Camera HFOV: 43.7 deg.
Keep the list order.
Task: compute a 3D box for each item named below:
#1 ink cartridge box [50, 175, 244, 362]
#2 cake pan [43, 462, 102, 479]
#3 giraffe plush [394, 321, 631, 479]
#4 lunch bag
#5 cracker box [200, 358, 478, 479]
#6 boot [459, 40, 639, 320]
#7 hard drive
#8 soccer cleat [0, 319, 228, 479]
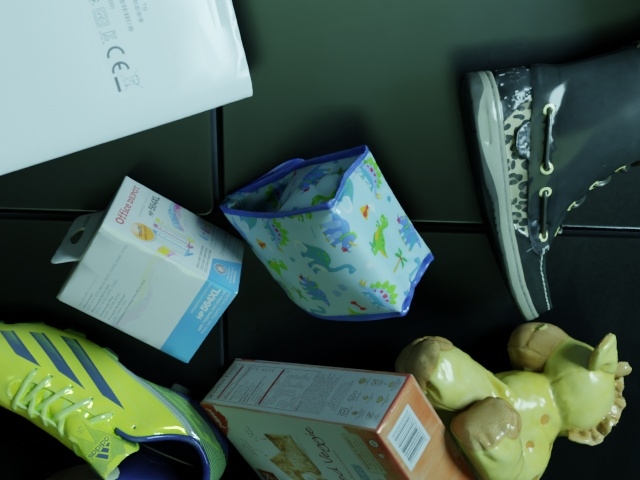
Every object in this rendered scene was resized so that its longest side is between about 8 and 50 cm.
[{"bbox_3d":[-0.152,0.021,0.698,0.143,0.092,0.090,30,115,-16],"label":"ink cartridge box"},{"bbox_3d":[-0.227,0.362,0.912,0.293,0.054,0.293,0,120,0],"label":"cake pan"},{"bbox_3d":[0.194,0.145,0.739,0.170,0.181,0.210,-36,83,-7],"label":"giraffe plush"},{"bbox_3d":[0.000,0.000,0.688,0.151,0.096,0.128,-12,123,40],"label":"lunch bag"},{"bbox_3d":[0.015,0.191,0.741,0.232,0.067,0.155,-4,128,46],"label":"cracker box"},{"bbox_3d":[0.222,-0.049,0.665,0.179,0.085,0.236,-16,118,6],"label":"boot"},{"bbox_3d":[-0.218,-0.155,0.535,0.319,0.040,0.210,-22,114,-21],"label":"hard drive"},{"bbox_3d":[-0.219,0.166,0.762,0.289,0.121,0.093,26,115,-15],"label":"soccer cleat"}]
